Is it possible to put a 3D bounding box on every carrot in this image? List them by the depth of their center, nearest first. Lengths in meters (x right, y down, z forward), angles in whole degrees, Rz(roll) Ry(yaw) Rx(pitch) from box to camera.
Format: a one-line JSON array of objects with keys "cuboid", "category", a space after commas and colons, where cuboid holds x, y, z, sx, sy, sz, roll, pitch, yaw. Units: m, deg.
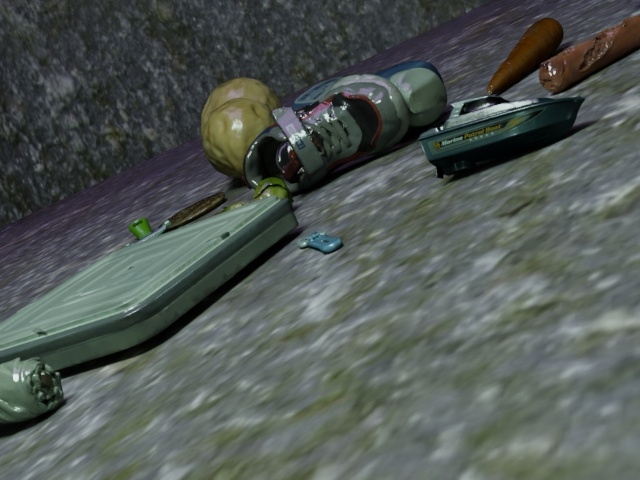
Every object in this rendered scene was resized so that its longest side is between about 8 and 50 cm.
[{"cuboid": [0.251, -0.225, 1.435, 0.048, 0.048, 0.216, -17, 18, 40], "category": "carrot"}]

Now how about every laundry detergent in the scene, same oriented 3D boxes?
[{"cuboid": [0.074, -0.168, 1.459, 0.143, 0.094, 0.290, -23, 11, -21], "category": "laundry detergent"}]

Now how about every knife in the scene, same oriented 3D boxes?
[{"cuboid": [0.000, 0.000, 0.996, 0.027, 0.010, 0.096, -28, 11, -10], "category": "knife"}, {"cuboid": [-0.248, -0.010, 1.610, 0.078, 0.022, 0.166, -26, 12, -11], "category": "knife"}]

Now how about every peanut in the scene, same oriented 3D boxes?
[{"cuboid": [-0.120, -0.172, 1.760, 0.148, 0.147, 0.319, -26, 9, 2], "category": "peanut"}]

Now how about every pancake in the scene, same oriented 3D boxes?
[{"cuboid": [-0.183, -0.039, 1.631, 0.115, 0.011, 0.115, -26, 10, 5], "category": "pancake"}]

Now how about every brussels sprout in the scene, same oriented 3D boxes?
[{"cuboid": [-0.068, -0.032, 1.248, 0.083, 0.046, 0.051, -37, 15, -5], "category": "brussels sprout"}]

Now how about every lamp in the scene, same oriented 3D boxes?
[{"cuboid": [-0.180, 0.050, 1.082, 0.266, 0.047, 0.269, -17, 13, 34], "category": "lamp"}]

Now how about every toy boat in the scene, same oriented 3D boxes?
[{"cuboid": [0.156, -0.097, 0.980, 0.141, 0.060, 0.055, -15, -10, 28], "category": "toy boat"}]

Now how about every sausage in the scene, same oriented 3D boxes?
[{"cuboid": [0.293, -0.198, 1.206, 0.158, 0.042, 0.036, -27, -28, -16], "category": "sausage"}]

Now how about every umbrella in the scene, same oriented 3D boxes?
[{"cuboid": [-0.266, 0.123, 0.889, 0.143, 0.062, 0.067, -15, 33, 26], "category": "umbrella"}]

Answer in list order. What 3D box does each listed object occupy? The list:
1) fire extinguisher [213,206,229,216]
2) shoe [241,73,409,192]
[{"cuboid": [-0.117, -0.019, 1.345, 0.028, 0.022, 0.083, 7, 17, 8], "category": "fire extinguisher"}, {"cuboid": [-0.011, -0.116, 1.335, 0.228, 0.099, 0.125, -25, 1, 34], "category": "shoe"}]
